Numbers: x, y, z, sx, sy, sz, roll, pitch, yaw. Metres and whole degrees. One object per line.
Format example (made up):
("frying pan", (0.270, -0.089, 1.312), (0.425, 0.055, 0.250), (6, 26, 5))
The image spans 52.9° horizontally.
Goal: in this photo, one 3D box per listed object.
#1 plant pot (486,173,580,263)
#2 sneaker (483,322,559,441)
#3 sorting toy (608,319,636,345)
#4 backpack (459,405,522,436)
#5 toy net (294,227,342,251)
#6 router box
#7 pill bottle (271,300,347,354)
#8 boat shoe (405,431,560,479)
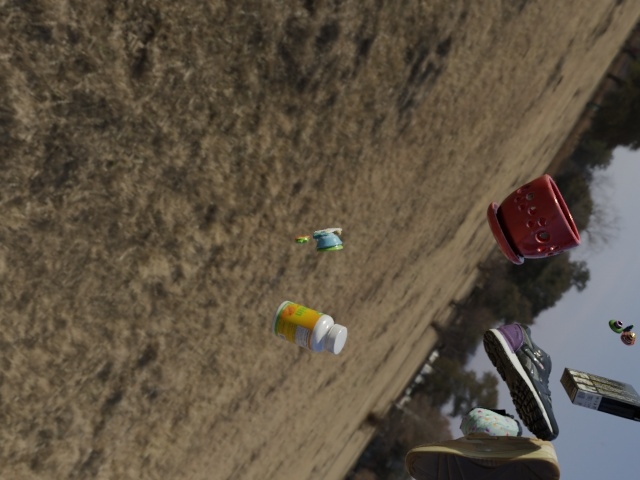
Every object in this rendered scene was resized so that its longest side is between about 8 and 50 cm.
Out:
("plant pot", (0.517, -0.041, 1.574), (0.174, 0.191, 0.191), (-28, 178, 23))
("sneaker", (0.500, 0.316, 1.493), (0.124, 0.283, 0.107), (-13, 150, -15))
("sorting toy", (0.982, 0.288, 2.071), (0.061, 0.102, 0.042), (-13, 148, -34))
("backpack", (0.527, 0.591, 1.990), (0.151, 0.182, 0.115), (-61, -157, 1))
("toy net", (0.000, 0.000, 1.724), (0.232, 0.122, 0.045), (-50, 130, -83))
("router box", (0.713, 0.388, 1.621), (0.133, 0.179, 0.046), (-60, 165, -75))
("pill bottle", (-0.037, 0.314, 2.274), (0.136, 0.246, 0.136), (-46, 145, -46))
("boat shoe", (0.371, 0.511, 1.495), (0.110, 0.342, 0.121), (-62, 150, -65))
